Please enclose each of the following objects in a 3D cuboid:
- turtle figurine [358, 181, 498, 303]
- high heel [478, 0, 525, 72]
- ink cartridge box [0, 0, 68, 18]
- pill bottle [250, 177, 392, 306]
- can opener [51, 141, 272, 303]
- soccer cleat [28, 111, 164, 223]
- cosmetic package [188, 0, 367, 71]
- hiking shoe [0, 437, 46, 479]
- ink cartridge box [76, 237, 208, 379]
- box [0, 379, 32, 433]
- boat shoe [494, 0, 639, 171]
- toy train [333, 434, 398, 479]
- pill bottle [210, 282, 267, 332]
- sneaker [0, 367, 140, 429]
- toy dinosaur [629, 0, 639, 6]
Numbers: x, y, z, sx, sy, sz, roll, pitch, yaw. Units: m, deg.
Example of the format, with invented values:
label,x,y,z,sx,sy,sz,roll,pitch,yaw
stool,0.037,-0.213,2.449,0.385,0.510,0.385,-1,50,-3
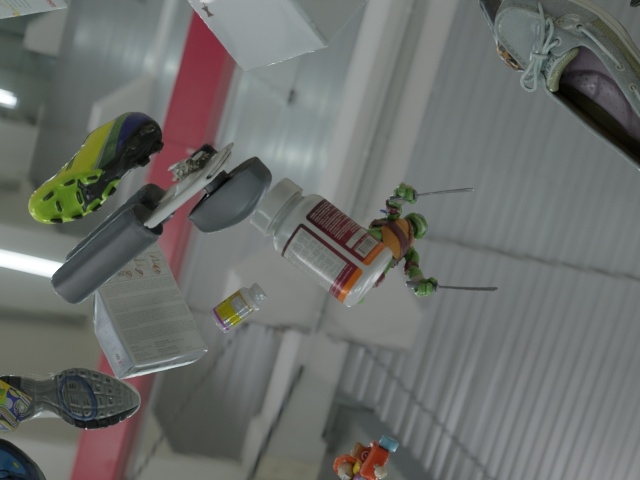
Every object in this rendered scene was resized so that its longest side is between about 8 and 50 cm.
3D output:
label,x,y,z,sx,sy,sz,roll,pitch,yaw
turtle figurine,0.155,0.006,2.535,0.275,0.198,0.266,29,-139,35
high heel,0.386,-0.416,2.320,0.093,0.261,0.186,10,-132,-37
ink cartridge box,-0.509,-0.416,2.200,0.175,0.072,0.127,-8,164,7
pill bottle,0.000,0.000,2.267,0.221,0.121,0.121,38,-164,8
can opener,-0.172,-0.011,1.409,0.093,0.280,0.074,48,-145,-15
soccer cleat,-0.409,-0.130,2.443,0.289,0.093,0.121,-40,-136,-23
cosmetic package,0.022,-0.485,2.172,0.230,0.453,0.161,-6,129,53
hiking shoe,-0.409,0.348,1.727,0.132,0.113,0.304,62,-179,-42
ink cartridge box,-0.302,0.103,2.239,0.189,0.066,0.232,-8,-117,-55
box,-0.522,0.222,2.044,0.169,0.059,0.054,35,150,-22
boat shoe,0.331,-0.193,1.664,0.320,0.118,0.103,45,-131,16
toy train,0.023,0.264,1.422,0.046,0.166,0.125,28,-173,-1
pill bottle,-0.122,0.099,2.060,0.043,0.083,0.043,54,-177,-5
sneaker,-0.449,0.274,2.449,0.297,0.111,0.129,1,-178,22
toy dinosaur,0.519,-0.317,1.698,0.322,0.164,0.218,-27,175,-18
